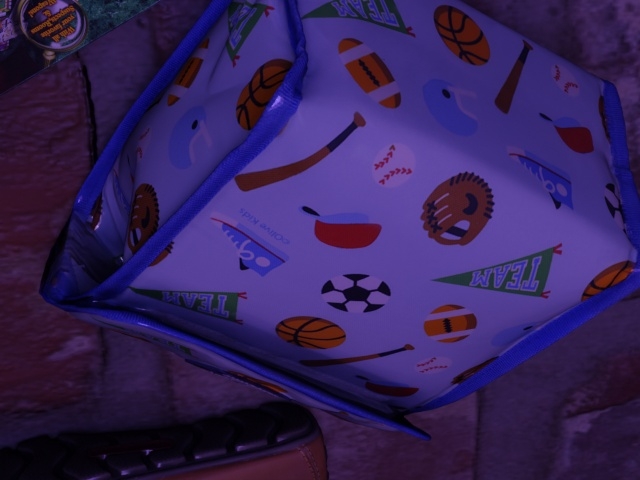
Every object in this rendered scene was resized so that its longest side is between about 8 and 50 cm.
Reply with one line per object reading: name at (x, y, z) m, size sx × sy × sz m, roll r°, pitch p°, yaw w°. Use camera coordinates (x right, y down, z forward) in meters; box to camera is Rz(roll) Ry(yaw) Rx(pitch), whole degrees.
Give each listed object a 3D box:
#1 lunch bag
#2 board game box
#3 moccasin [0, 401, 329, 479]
lunch bag at (0.000, 0.000, 0.864) m, size 0.328 × 0.239 × 0.385 m, roll 25°, pitch 137°, yaw -26°
board game box at (-0.214, -0.195, 0.805) m, size 0.259 × 0.030 × 0.136 m, roll -23°, pitch 118°, yaw 23°
moccasin at (-0.179, 0.249, 1.022) m, size 0.380 × 0.139 × 0.147 m, roll -9°, pitch 108°, yaw -19°
